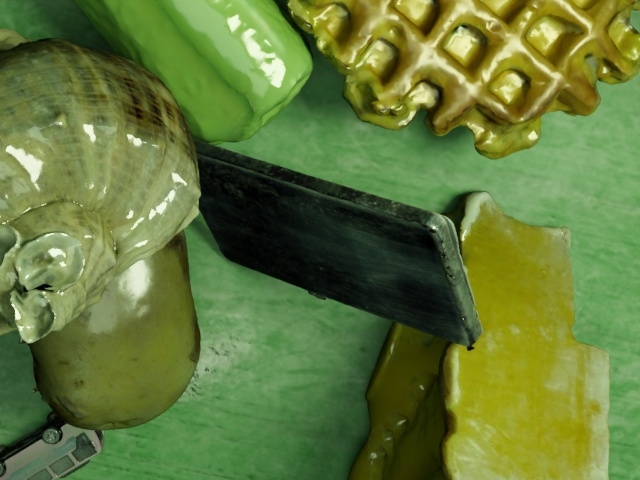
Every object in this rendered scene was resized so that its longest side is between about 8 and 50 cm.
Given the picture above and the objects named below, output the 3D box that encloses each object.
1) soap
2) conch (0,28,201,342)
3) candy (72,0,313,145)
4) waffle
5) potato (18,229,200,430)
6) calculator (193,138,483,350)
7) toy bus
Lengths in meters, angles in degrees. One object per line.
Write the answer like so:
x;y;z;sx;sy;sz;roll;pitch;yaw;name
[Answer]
0.111;0.174;1.261;0.169;0.304;0.339;15;144;-12;soap
-0.203;-0.063;0.997;0.210;0.159;0.291;-19;62;1;conch
-0.147;-0.223;1.094;0.132;0.142;0.343;-37;103;18;candy
0.117;-0.225;1.114;0.302;0.068;0.325;-8;94;-12;waffle
-0.178;0.028;1.146;0.164;0.165;0.262;-11;105;1;potato
0.000;0.000;1.109;0.021;0.261;0.161;-55;147;-25;calculator
-0.252;0.195;1.254;0.130;0.037;0.052;-31;106;7;toy bus
